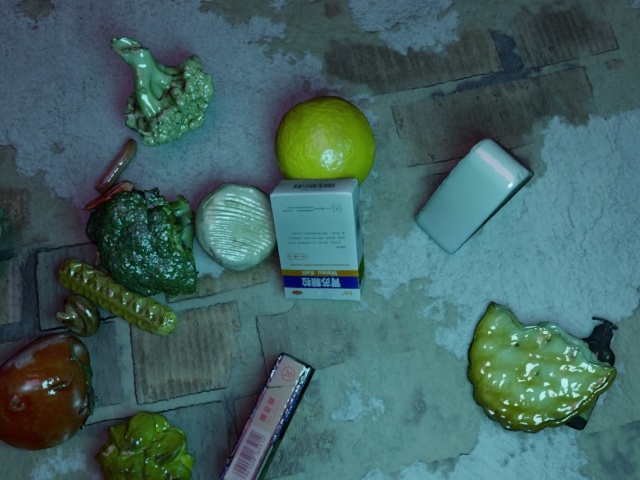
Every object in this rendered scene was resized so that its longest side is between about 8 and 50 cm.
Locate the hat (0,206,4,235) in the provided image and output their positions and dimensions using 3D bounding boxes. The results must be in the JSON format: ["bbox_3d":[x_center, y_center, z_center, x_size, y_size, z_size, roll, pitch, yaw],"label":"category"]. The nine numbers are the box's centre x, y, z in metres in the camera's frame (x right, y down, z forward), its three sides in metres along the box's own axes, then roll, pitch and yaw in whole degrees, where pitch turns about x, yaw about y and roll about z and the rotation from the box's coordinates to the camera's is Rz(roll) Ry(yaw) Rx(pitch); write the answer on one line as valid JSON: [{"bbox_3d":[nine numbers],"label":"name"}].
[{"bbox_3d":[-0.989,0.001,1.500,0.245,0.149,0.214,-6,74,-10],"label":"hat"}]

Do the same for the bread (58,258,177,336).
[{"bbox_3d":[-0.551,0.154,1.465,0.368,0.084,0.077,25,38,8],"label":"bread"}]

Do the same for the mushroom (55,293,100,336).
[{"bbox_3d":[-0.638,0.199,1.438,0.109,0.126,0.085,16,36,-15],"label":"mushroom"}]

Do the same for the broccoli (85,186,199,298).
[{"bbox_3d":[-0.438,0.004,1.395,0.304,0.321,0.283,-1,30,30],"label":"broccoli"}]

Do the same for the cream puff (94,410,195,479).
[{"bbox_3d":[-0.427,0.547,1.312,0.244,0.196,0.244,-1,104,-5],"label":"cream puff"}]

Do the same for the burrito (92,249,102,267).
[{"bbox_3d":[-0.551,0.036,1.514,0.171,0.042,0.051,-14,76,2],"label":"burrito"}]

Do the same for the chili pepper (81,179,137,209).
[{"bbox_3d":[-0.607,-0.125,1.562,0.178,0.027,0.045,-30,101,-6],"label":"chili pepper"}]

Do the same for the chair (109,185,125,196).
[{"bbox_3d":[-0.557,-0.113,1.539,0.042,0.037,0.086,-37,96,4],"label":"chair"}]

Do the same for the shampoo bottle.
[{"bbox_3d":[0.661,0.323,1.349,0.101,0.101,0.283,30,78,10],"label":"shampoo bottle"}]

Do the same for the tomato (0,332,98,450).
[{"bbox_3d":[-0.731,0.379,1.363,0.309,0.170,0.308,0,74,2],"label":"tomato"}]

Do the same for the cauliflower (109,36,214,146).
[{"bbox_3d":[-0.425,-0.411,1.503,0.261,0.281,0.327,6,66,1],"label":"cauliflower"}]

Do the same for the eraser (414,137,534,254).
[{"bbox_3d":[0.399,-0.111,1.423,0.331,0.331,0.150,-40,79,-8],"label":"eraser"}]

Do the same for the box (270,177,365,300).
[{"bbox_3d":[0.000,0.000,1.363,0.200,0.106,0.299,0,116,13],"label":"box"}]

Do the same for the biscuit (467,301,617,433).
[{"bbox_3d":[0.514,0.290,1.332,0.329,0.078,0.335,-28,57,18],"label":"biscuit"}]

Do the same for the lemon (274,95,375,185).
[{"bbox_3d":[0.012,-0.245,1.444,0.293,0.293,0.293,-1,75,2],"label":"lemon"}]

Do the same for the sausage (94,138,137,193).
[{"bbox_3d":[-0.592,-0.216,1.582,0.043,0.043,0.186,30,79,10],"label":"sausage"}]

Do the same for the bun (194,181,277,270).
[{"bbox_3d":[-0.225,-0.042,1.459,0.239,0.141,0.239,1,87,-25],"label":"bun"}]

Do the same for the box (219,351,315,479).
[{"bbox_3d":[-0.118,0.431,1.306,0.084,0.198,0.310,25,77,9],"label":"box"}]
